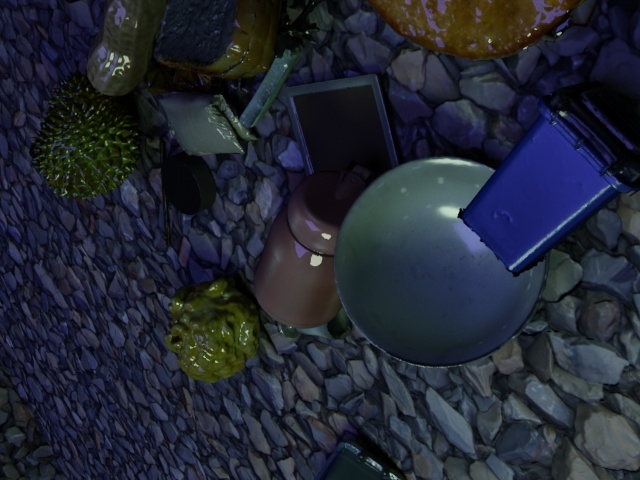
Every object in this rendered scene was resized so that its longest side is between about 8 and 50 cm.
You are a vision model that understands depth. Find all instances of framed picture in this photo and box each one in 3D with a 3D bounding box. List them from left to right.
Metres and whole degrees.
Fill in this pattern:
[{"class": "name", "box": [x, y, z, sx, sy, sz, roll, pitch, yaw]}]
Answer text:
[{"class": "framed picture", "box": [0.052, -0.135, 1.487, 0.231, 0.018, 0.293, 2, 113, 46]}]

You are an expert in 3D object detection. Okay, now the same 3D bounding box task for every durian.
[{"class": "durian", "box": [-0.498, -0.219, 1.862, 0.225, 0.291, 0.291, 17, 135, -8]}]

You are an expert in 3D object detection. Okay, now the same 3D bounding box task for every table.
[{"class": "table", "box": [-0.282, -0.121, 1.831, 0.134, 0.043, 0.133, 25, 129, 35]}]

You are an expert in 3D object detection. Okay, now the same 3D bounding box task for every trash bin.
[{"class": "trash bin", "box": [0.301, -0.074, 1.103, 0.162, 0.184, 0.234, 51, 127, 15]}]

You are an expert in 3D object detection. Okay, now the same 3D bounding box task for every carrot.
[{"class": "carrot", "box": [-0.268, -0.319, 1.686, 0.229, 0.069, 0.068, 7, 117, 46]}]

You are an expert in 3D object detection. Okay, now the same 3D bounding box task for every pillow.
[{"class": "pillow", "box": [-0.219, -0.225, 1.657, 0.181, 0.077, 0.134, 8, 141, 43]}]

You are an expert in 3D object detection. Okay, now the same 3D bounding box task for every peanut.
[{"class": "peanut", "box": [-0.377, -0.414, 1.700, 0.120, 0.136, 0.298, 21, 134, -14]}]

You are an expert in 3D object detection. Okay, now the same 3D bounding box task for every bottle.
[{"class": "bottle", "box": [0.000, 0.000, 1.468, 0.173, 0.206, 0.296, 35, 145, 10]}]

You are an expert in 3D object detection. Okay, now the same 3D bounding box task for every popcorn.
[{"class": "popcorn", "box": [-0.242, 0.189, 1.863, 0.217, 0.181, 0.234, 11, 113, 45]}]

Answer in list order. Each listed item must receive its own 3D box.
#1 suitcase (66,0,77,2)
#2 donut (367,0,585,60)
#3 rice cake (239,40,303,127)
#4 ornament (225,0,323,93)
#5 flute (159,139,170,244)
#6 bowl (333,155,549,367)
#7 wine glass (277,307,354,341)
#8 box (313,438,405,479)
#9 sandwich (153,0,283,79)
[{"class": "suitcase", "box": [-0.509, -0.652, 1.650, 0.345, 0.188, 0.339, 37, 134, 24]}, {"class": "donut", "box": [0.194, -0.424, 1.061, 0.435, 0.163, 0.377, 13, 123, 40]}, {"class": "rice cake", "box": [-0.089, -0.278, 1.534, 0.034, 0.043, 0.211, 44, 137, 3]}, {"class": "ornament", "box": [-0.079, -0.379, 1.424, 0.236, 0.080, 0.202, -27, 63, 45]}, {"class": "flute", "box": [-0.350, -0.103, 1.939, 0.014, 0.014, 0.269, 29, 131, 33]}, {"class": "bowl", "box": [0.187, 0.038, 1.317, 0.314, 0.146, 0.313, -2, 81, 14]}, {"class": "wine glass", "box": [-0.010, 0.161, 1.690, 0.155, 0.072, 0.072, -9, 105, 49]}, {"class": "box", "box": [0.062, 0.528, 1.779, 0.162, 0.130, 0.227, 34, 134, 8]}, {"class": "sandwich", "box": [-0.154, -0.410, 1.377, 0.271, 0.099, 0.300, 19, 99, 54]}]
